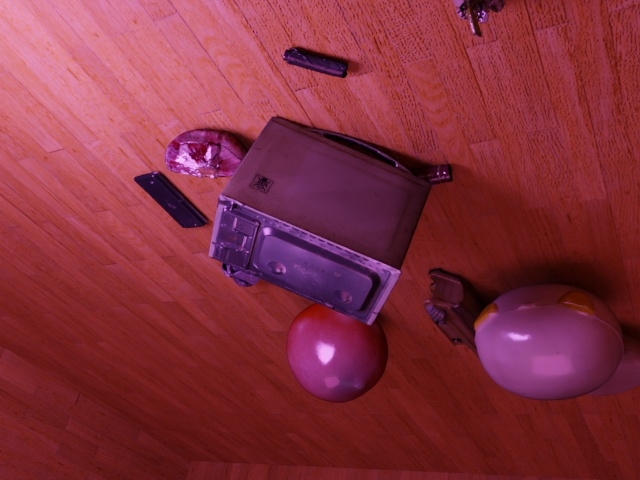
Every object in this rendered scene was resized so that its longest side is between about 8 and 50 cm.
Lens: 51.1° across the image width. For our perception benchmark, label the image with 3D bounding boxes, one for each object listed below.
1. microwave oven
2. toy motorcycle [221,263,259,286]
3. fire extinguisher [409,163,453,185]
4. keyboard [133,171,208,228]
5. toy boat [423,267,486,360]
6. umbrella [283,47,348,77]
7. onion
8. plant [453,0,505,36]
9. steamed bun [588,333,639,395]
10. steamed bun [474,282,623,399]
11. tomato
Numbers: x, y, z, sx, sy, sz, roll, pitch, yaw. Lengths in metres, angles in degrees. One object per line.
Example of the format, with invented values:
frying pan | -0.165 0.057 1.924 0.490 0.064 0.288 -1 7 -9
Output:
microwave oven | 0.000 -0.044 1.493 0.394 0.333 0.247 24 141 3
toy motorcycle | -0.212 0.067 1.976 0.122 0.080 0.215 25 139 -22
fire extinguisher | 0.225 -0.145 1.547 0.158 0.043 0.064 -6 144 26
keyboard | -0.404 -0.108 1.825 0.094 0.025 0.230 -7 141 30
toy boat | 0.422 0.252 1.988 0.162 0.136 0.445 -9 142 37
umbrella | -0.008 -0.354 1.332 0.133 0.031 0.036 14 120 -1
onion | -0.260 -0.212 1.567 0.206 0.151 0.098 2 112 -3
plant | 0.248 -0.398 1.110 0.117 0.122 0.104 24 156 -28
steamed bun | 0.844 0.351 1.977 0.232 0.145 0.231 -2 139 -2
steamed bun | 0.605 0.268 1.789 0.374 0.334 0.334 -14 138 29
tomato | 0.054 0.351 2.082 0.322 0.321 0.321 9 146 6
